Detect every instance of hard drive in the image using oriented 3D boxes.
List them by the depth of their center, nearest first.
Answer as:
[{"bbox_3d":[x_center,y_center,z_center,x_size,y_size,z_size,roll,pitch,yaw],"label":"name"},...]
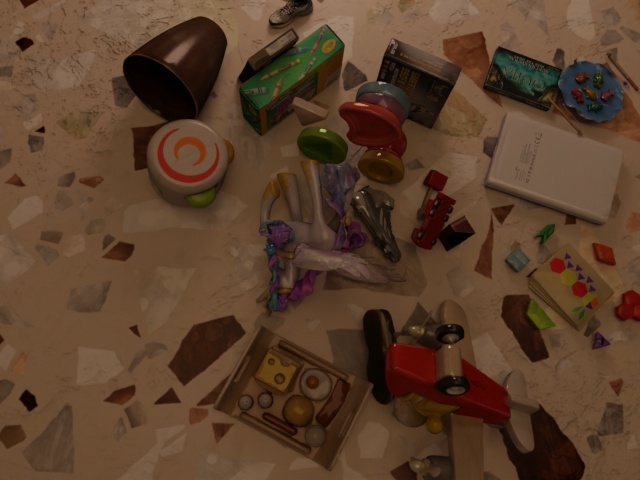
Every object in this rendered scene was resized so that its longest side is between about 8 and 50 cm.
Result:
[{"bbox_3d":[0.609,-0.188,1.637,0.318,0.040,0.210,19,77,2],"label":"hard drive"}]

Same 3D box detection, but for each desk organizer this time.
[{"bbox_3d":[0.330,-0.016,1.538,0.047,0.130,0.050,-29,82,-9],"label":"desk organizer"}]

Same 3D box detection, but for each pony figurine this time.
[{"bbox_3d":[0.000,0.000,1.475,0.350,0.302,0.364,-3,78,30],"label":"pony figurine"}]

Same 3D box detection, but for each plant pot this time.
[{"bbox_3d":[-0.340,-0.451,1.588,0.215,0.215,0.230,29,62,4],"label":"plant pot"}]

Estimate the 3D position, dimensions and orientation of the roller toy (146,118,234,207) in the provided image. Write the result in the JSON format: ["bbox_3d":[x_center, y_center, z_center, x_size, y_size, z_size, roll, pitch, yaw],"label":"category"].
[{"bbox_3d":[-0.325,-0.188,1.540,0.191,0.146,0.209,22,71,-7],"label":"roller toy"}]

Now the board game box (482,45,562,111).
[{"bbox_3d":[0.547,-0.437,1.700,0.186,0.026,0.126,20,76,2],"label":"board game box"}]

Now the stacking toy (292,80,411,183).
[{"bbox_3d":[0.086,-0.286,1.523,0.279,0.309,0.131,15,68,12],"label":"stacking toy"}]

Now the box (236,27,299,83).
[{"bbox_3d":[-0.137,-0.454,1.581,0.136,0.225,0.037,-39,102,-10],"label":"box"}]

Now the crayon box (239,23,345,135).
[{"bbox_3d":[-0.071,-0.402,1.591,0.278,0.165,0.081,-39,82,-11],"label":"crayon box"}]

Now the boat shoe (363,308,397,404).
[{"bbox_3d":[0.155,0.272,1.491,0.073,0.080,0.224,-5,85,-41],"label":"boat shoe"}]

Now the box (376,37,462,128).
[{"bbox_3d":[0.231,-0.385,1.569,0.183,0.231,0.056,25,74,2],"label":"box"}]

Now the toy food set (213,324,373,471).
[{"bbox_3d":[-0.061,0.359,1.451,0.306,0.092,0.220,28,77,3],"label":"toy food set"}]

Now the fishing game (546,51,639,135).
[{"bbox_3d":[0.731,-0.407,1.681,0.264,0.041,0.189,-32,81,-17],"label":"fishing game"}]

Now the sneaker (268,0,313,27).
[{"bbox_3d":[-0.082,-0.627,1.699,0.135,0.058,0.052,-31,80,-8],"label":"sneaker"}]

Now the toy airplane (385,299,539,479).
[{"bbox_3d":[0.295,0.353,1.399,0.272,0.386,0.385,-30,87,35],"label":"toy airplane"}]

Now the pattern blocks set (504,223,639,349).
[{"bbox_3d":[0.631,0.117,1.574,0.285,0.026,0.325,-31,80,-9],"label":"pattern blocks set"}]

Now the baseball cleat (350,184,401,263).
[{"bbox_3d":[0.160,-0.048,1.569,0.109,0.072,0.206,-32,84,-16],"label":"baseball cleat"}]

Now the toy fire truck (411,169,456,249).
[{"bbox_3d":[0.274,-0.077,1.564,0.047,0.135,0.192,25,94,-18],"label":"toy fire truck"}]
